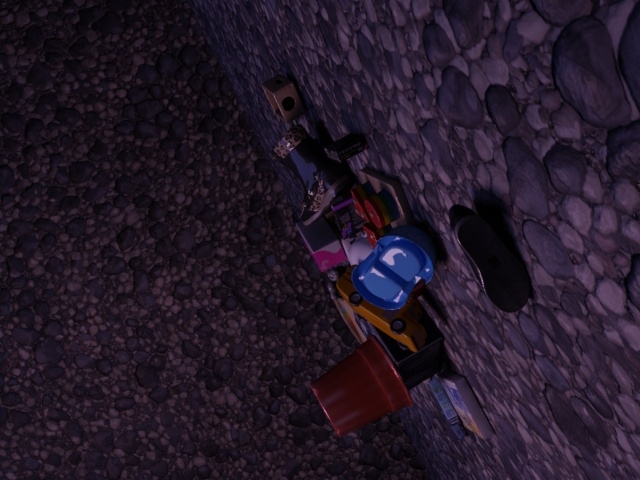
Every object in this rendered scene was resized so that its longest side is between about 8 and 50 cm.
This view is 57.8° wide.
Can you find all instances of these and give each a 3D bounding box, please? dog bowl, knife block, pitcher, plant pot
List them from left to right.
[{"bbox_3d":[0.073,-0.074,2.279,0.242,0.088,0.275,60,172,13],"label":"knife block"},{"bbox_3d":[0.125,0.501,1.939,0.272,0.265,0.272,59,172,14],"label":"plant pot"},{"bbox_3d":[0.169,0.022,1.915,0.207,0.125,0.177,179,77,-70],"label":"pitcher"},{"bbox_3d":[0.199,0.069,1.534,0.166,0.074,0.297,37,141,3],"label":"dog bowl"}]

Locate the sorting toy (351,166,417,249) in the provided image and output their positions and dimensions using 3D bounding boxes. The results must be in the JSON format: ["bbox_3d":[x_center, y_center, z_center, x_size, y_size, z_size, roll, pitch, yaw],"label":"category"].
[{"bbox_3d":[0.177,-0.057,1.636,0.255,0.089,0.257,65,172,-21],"label":"sorting toy"}]

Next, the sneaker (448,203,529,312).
[{"bbox_3d":[0.322,0.028,1.105,0.222,0.083,0.118,57,-167,-17],"label":"sneaker"}]

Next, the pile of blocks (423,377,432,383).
[{"bbox_3d":[0.355,0.448,2.276,0.362,0.149,0.112,22,96,65],"label":"pile of blocks"}]

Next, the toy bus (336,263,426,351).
[{"bbox_3d":[0.196,0.207,1.803,0.333,0.130,0.108,30,159,41],"label":"toy bus"}]

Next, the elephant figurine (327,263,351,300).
[{"bbox_3d":[0.161,0.170,2.404,0.169,0.239,0.186,42,-138,-65],"label":"elephant figurine"}]

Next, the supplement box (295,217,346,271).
[{"bbox_3d":[0.000,0.000,2.222,0.220,0.114,0.111,56,171,51],"label":"supplement box"}]

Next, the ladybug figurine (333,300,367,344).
[{"bbox_3d":[0.188,0.313,2.585,0.449,0.162,0.305,51,167,52],"label":"ladybug figurine"}]

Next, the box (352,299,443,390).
[{"bbox_3d":[0.261,0.308,2.029,0.343,0.179,0.312,57,172,33],"label":"box"}]

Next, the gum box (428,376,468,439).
[{"bbox_3d":[0.460,0.604,2.085,0.157,0.041,0.184,56,-174,-50],"label":"gum box"}]

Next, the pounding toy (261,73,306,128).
[{"bbox_3d":[-0.101,-0.465,2.054,0.181,0.094,0.206,49,169,53],"label":"pounding toy"}]

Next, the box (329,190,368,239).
[{"bbox_3d":[0.105,-0.088,1.910,0.029,0.116,0.162,56,170,49],"label":"box"}]

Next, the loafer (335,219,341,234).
[{"bbox_3d":[0.094,-0.078,2.155,0.076,0.078,0.223,58,171,23],"label":"loafer"}]

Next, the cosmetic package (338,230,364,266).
[{"bbox_3d":[0.163,0.076,2.166,0.239,0.099,0.060,62,173,-4],"label":"cosmetic package"}]

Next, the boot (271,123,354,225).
[{"bbox_3d":[-0.049,-0.221,2.043,0.284,0.138,0.377,51,158,2],"label":"boot"}]

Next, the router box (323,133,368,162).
[{"bbox_3d":[0.071,-0.260,1.624,0.038,0.092,0.122,65,172,-19],"label":"router box"}]

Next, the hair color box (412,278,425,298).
[{"bbox_3d":[0.270,0.112,1.756,0.093,0.053,0.167,59,171,24],"label":"hair color box"}]

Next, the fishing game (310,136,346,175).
[{"bbox_3d":[0.019,-0.296,2.056,0.189,0.041,0.264,57,169,-25],"label":"fishing game"}]

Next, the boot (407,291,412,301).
[{"bbox_3d":[0.222,0.115,1.719,0.158,0.059,0.084,54,-170,14],"label":"boot"}]

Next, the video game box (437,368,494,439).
[{"bbox_3d":[0.473,0.534,1.909,0.205,0.048,0.187,62,175,2],"label":"video game box"}]
